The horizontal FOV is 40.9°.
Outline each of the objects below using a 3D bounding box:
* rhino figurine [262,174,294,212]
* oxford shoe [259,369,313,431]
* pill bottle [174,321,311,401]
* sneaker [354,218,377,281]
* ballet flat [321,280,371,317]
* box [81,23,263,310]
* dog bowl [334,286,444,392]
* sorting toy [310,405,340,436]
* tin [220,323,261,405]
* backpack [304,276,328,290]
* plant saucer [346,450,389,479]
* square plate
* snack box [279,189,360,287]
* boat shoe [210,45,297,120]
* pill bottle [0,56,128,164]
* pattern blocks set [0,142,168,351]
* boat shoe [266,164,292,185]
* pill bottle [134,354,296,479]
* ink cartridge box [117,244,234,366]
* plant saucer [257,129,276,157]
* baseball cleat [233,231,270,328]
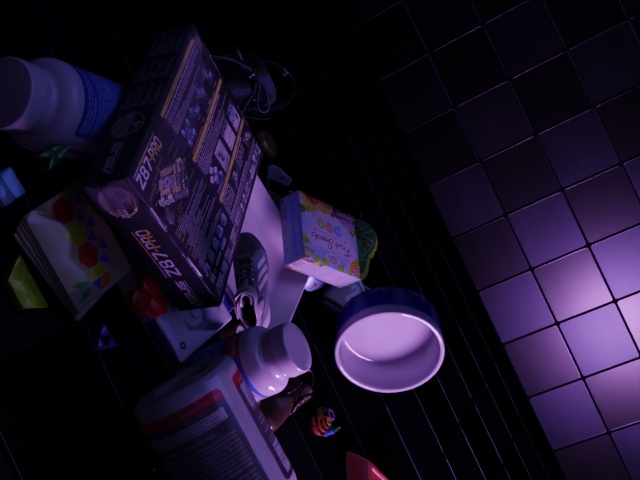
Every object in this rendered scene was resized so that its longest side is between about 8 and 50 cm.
[{"bbox_3d":[-0.140,-0.099,2.027,0.243,0.073,0.106,28,48,-52],"label":"rhino figurine"},{"bbox_3d":[-0.071,0.309,1.706,0.083,0.096,0.227,62,23,-11],"label":"oxford shoe"},{"bbox_3d":[-0.132,0.221,1.484,0.124,0.221,0.124,49,25,-34],"label":"pill bottle"},{"bbox_3d":[0.086,0.012,2.383,0.123,0.109,0.295,59,22,-25],"label":"sneaker"},{"bbox_3d":[0.160,0.230,2.244,0.400,0.139,0.139,49,26,-31],"label":"ballet flat"},{"bbox_3d":[-0.231,-0.127,1.481,0.318,0.097,0.395,63,28,-43],"label":"box"},{"bbox_3d":[0.167,0.244,2.099,0.265,0.265,0.104,53,22,-28],"label":"dog bowl"},{"bbox_3d":[0.016,0.397,1.882,0.061,0.042,0.102,64,21,-3],"label":"sorting toy"},{"bbox_3d":[-0.153,0.242,1.647,0.106,0.040,0.189,50,22,-40],"label":"tin"},{"bbox_3d":[-0.011,0.040,2.118,0.158,0.117,0.173,64,24,2],"label":"backpack"},{"bbox_3d":[0.145,0.633,1.917,0.258,0.048,0.259,50,25,-34],"label":"plant saucer"},{"bbox_3d":[-0.152,0.028,1.836,0.344,0.049,0.347,60,27,-23],"label":"square plate"},{"bbox_3d":[0.000,0.000,1.994,0.207,0.070,0.174,23,52,-44],"label":"snack box"},{"bbox_3d":[-0.202,-0.377,2.086,0.187,0.156,0.500,67,23,2],"label":"boat shoe"},{"bbox_3d":[-0.415,-0.210,1.400,0.272,0.152,0.152,13,54,-64],"label":"pill bottle"},{"bbox_3d":[-0.376,0.015,1.323,0.285,0.026,0.325,-35,109,-54],"label":"pattern blocks set"},{"bbox_3d":[-0.114,-0.176,2.239,0.035,0.035,0.100,46,11,36],"label":"boat shoe"},{"bbox_3d":[-0.147,0.358,1.361,0.318,0.176,0.176,62,21,-5],"label":"pill bottle"},{"bbox_3d":[-0.251,0.076,1.536,0.223,0.045,0.224,61,36,-11],"label":"ink cartridge box"},{"bbox_3d":[-0.140,-0.260,2.287,0.083,0.015,0.083,49,26,-35],"label":"plant saucer"},{"bbox_3d":[-0.137,0.077,1.672,0.109,0.072,0.206,44,33,-77],"label":"baseball cleat"}]
